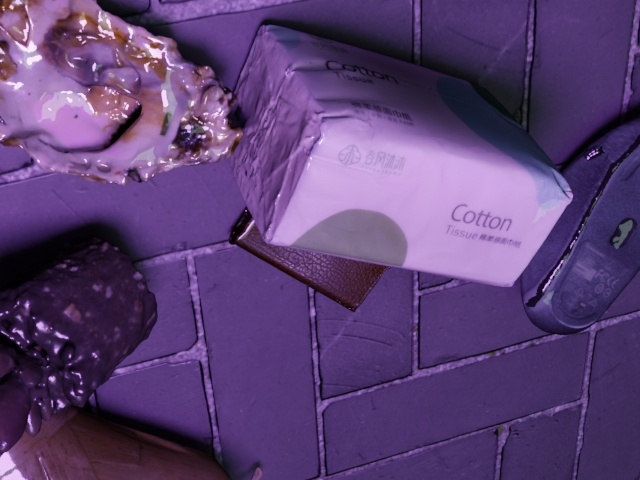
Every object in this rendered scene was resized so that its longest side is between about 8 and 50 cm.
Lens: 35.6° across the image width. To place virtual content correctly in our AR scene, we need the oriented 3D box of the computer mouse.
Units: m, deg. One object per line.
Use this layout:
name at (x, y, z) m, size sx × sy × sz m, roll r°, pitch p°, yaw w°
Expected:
computer mouse at (0.419, -0.033, 1.492) m, size 0.203 × 0.114 × 0.374 m, roll 30°, pitch 98°, yaw -32°

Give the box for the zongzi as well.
zongzi at (-0.280, 0.267, 1.354) m, size 0.500 × 0.218 × 0.467 m, roll -9°, pitch 109°, yaw -28°

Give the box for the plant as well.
plant at (-0.355, 0.128, 1.164) m, size 0.320 × 0.181 × 0.194 m, roll -42°, pitch 99°, yaw -38°

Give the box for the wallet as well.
wallet at (0.000, 0.000, 1.384) m, size 0.243 × 0.039 × 0.133 m, roll 31°, pitch 99°, yaw -34°

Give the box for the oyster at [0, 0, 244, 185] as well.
oyster at (-0.262, -0.166, 1.135) m, size 0.354 × 0.107 × 0.201 m, roll 28°, pitch 93°, yaw -17°

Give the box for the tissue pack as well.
tissue pack at (0.087, -0.099, 1.213) m, size 0.356 × 0.266 × 0.194 m, roll 11°, pitch 121°, yaw -28°
